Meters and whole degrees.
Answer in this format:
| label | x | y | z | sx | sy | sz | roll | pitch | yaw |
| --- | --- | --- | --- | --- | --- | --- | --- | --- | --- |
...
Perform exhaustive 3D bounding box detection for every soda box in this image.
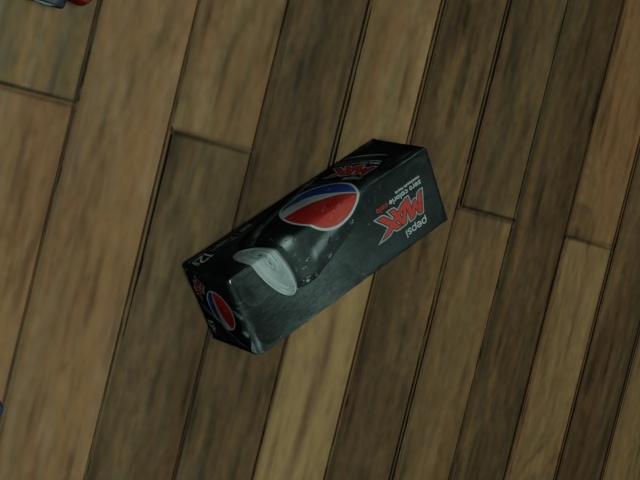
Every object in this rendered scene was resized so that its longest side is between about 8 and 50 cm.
| label | x | y | z | sx | sy | sz | roll | pitch | yaw |
| --- | --- | --- | --- | --- | --- | --- | --- | --- | --- |
| soda box | 0.000 | 0.000 | 0.756 | 0.169 | 0.053 | 0.060 | -35 | 120 | -28 |

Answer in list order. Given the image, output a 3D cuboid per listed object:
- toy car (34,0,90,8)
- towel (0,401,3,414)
| label | x | y | z | sx | sy | sz | roll | pitch | yaw |
| --- | --- | --- | --- | --- | --- | --- | --- | --- | --- |
| toy car | -0.219 | -0.157 | 0.545 | 0.225 | 0.053 | 0.239 | -48 | 125 | -20 |
| towel | -0.216 | 0.061 | 0.613 | 0.067 | 0.029 | 0.119 | -38 | 120 | -26 |
